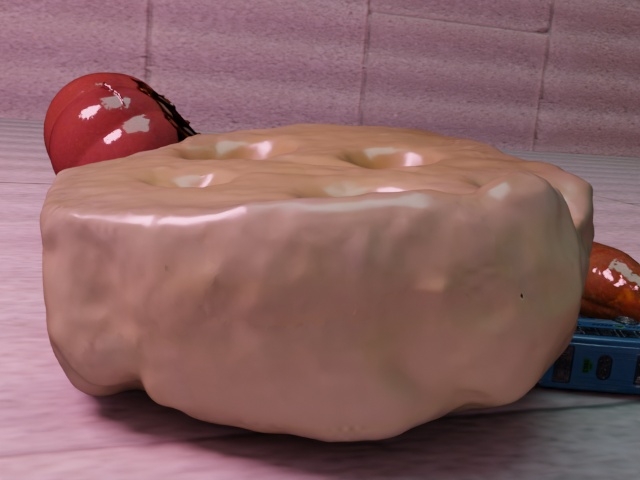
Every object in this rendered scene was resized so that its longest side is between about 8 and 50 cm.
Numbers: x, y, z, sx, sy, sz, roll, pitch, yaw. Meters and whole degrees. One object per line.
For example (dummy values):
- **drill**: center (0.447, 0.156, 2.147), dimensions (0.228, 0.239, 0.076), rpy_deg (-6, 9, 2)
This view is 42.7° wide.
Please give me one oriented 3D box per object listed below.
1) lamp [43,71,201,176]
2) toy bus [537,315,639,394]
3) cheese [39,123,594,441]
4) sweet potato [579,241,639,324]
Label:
- **lamp**: center (-0.179, -0.069, 0.760), dimensions (0.182, 0.140, 0.182), rpy_deg (49, 6, -7)
- **toy bus**: center (0.161, 0.068, 0.486), dimensions (0.083, 0.038, 0.046), rpy_deg (5, 14, 1)
- **cheese**: center (0.000, 0.000, 0.475), dimensions (0.318, 0.115, 0.326), rpy_deg (5, 18, 30)
- **sweet potato**: center (0.225, 0.036, 0.644), dimensions (0.078, 0.058, 0.255), rpy_deg (23, 4, -32)
